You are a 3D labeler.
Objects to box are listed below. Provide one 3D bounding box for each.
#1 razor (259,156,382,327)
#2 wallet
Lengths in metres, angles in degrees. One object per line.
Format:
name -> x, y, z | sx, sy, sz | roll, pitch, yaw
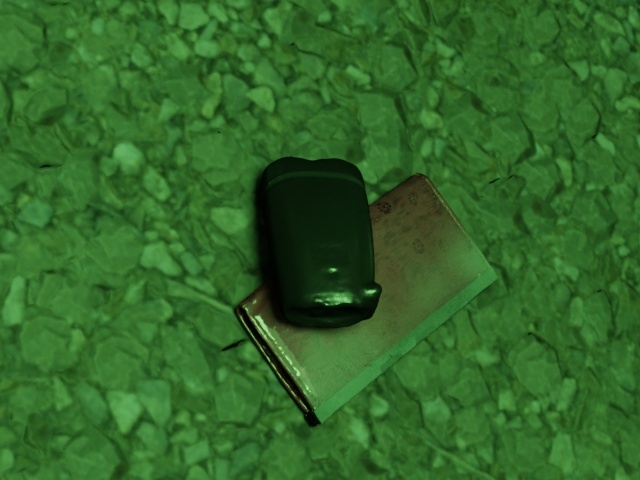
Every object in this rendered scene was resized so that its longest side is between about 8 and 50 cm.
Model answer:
razor -> 0.000, 0.000, 1.605 | 0.090, 0.054, 0.148 | 1, 56, -12
wallet -> 0.041, 0.044, 1.655 | 0.232, 0.025, 0.119 | -36, 94, -34
